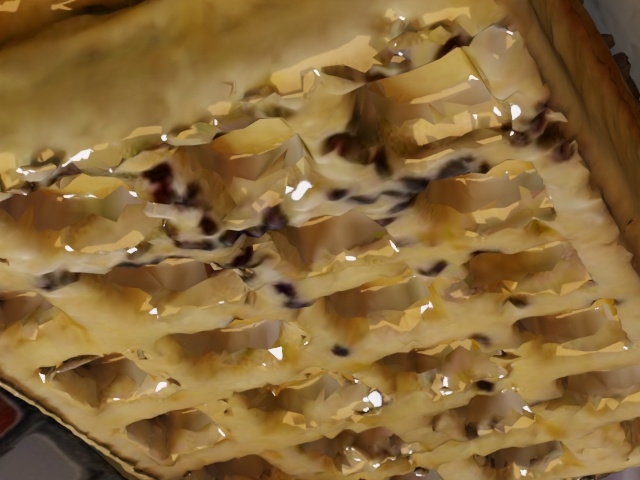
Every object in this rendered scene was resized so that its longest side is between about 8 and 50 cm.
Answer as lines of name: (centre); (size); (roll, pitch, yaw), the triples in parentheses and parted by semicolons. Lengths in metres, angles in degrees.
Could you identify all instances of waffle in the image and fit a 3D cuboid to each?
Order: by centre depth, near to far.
waffle: (0.000, -0.001, 0.650); (0.261, 0.114, 0.376); (-16, 150, 18)

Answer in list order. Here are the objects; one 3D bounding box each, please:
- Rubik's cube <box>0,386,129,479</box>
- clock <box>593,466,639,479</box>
Rubik's cube: (-0.191, 0.247, 0.825); (0.293, 0.287, 0.292); (30, 153, 46)
clock: (0.201, 0.191, 0.923); (0.150, 0.063, 0.197); (14, 135, -4)
